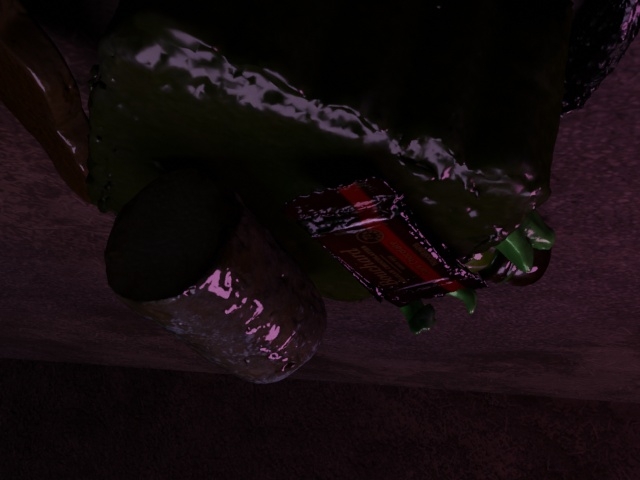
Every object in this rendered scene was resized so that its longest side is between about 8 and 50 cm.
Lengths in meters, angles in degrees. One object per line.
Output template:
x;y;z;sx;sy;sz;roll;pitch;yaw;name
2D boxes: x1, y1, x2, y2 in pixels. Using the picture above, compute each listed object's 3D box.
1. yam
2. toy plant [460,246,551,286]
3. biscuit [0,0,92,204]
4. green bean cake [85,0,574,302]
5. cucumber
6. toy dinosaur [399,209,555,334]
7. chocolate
-0.066;0.038;0.620;0.107;0.107;0.194;-1;152;25;yam
0.214;0.008;1.084;0.162;0.093;0.093;12;161;-14;toy plant
-0.262;-0.151;0.708;0.183;0.047;0.320;23;150;47;biscuit
-0.006;-0.112;0.653;0.319;0.218;0.335;21;153;-15;green bean cake
0.219;-0.156;0.653;0.053;0.053;0.181;8;161;-3;cucumber
-0.011;-0.085;0.897;0.500;0.374;0.144;48;155;6;toy dinosaur
0.049;0.005;0.584;0.086;0.028;0.182;-16;144;30;chocolate
